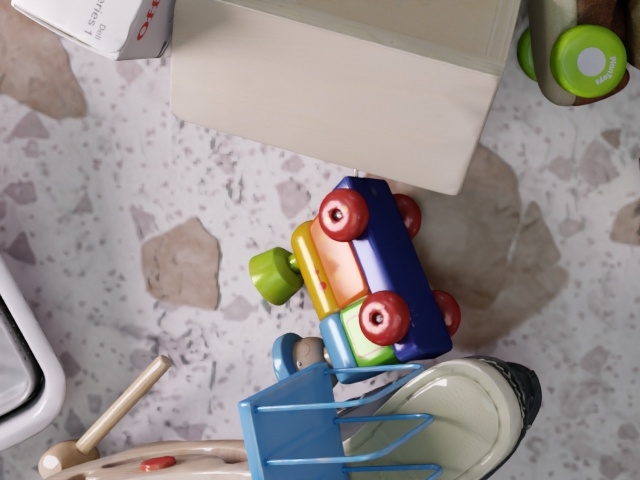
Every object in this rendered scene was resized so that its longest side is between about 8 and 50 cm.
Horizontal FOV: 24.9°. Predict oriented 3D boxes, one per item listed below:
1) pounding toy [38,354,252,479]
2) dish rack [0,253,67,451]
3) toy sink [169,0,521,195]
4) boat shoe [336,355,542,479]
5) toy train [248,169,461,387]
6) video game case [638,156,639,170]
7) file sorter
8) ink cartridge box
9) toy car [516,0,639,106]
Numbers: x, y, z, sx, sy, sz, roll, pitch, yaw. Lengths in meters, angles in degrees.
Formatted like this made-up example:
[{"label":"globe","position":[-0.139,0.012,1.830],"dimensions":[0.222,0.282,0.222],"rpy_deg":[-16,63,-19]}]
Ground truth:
[{"label":"pounding toy","position":[-0.141,0.180,1.137],"dimensions":[0.269,0.154,0.155],"rpy_deg":[-6,96,32]},{"label":"dish rack","position":[-0.392,0.055,1.178],"dimensions":[0.285,0.072,0.333],"rpy_deg":[-25,113,-2]},{"label":"toy sink","position":[0.019,-0.153,1.080],"dimensions":[0.234,0.131,0.153],"rpy_deg":[15,147,2]},{"label":"boat shoe","position":[0.044,0.188,1.181],"dimensions":[0.340,0.113,0.127],"rpy_deg":[-43,75,32]},{"label":"toy train","position":[0.000,0.000,1.171],"dimensions":[0.143,0.105,0.248],"rpy_deg":[-29,73,28]},{"label":"video game case","position":[0.379,0.025,1.150],"dimensions":[0.232,0.042,0.210],"rpy_deg":[-5,102,7]},{"label":"file sorter","position":[0.027,0.182,1.053],"dimensions":[0.104,0.118,0.170],"rpy_deg":[-8,96,29]},{"label":"ink cartridge box","position":[-0.118,-0.222,1.060],"dimensions":[0.092,0.219,0.160],"rpy_deg":[28,103,8]},{"label":"toy car","position":[0.249,-0.181,1.074],"dimensions":[0.188,0.155,0.149],"rpy_deg":[-6,101,-2]}]
